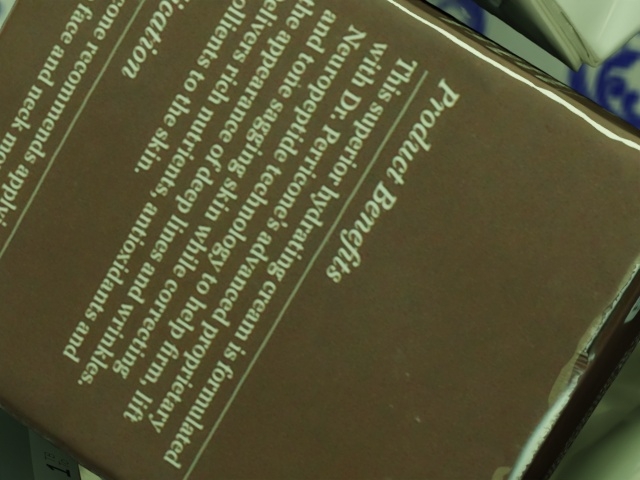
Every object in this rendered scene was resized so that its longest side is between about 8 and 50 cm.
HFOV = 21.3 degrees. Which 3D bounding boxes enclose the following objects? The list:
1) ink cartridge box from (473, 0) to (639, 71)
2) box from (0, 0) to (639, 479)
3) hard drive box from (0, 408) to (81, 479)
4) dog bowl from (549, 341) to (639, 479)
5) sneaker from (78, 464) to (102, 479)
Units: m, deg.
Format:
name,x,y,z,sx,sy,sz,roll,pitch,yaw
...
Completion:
name,x,y,z,sx,sy,sz,roll,pitch,yaw
ink cartridge box,0.123,-0.173,0.570,0.219,0.160,0.092,-40,111,2
box,0.000,0.000,0.555,0.203,0.167,0.168,34,100,13
hard drive box,-0.178,0.149,0.604,0.089,0.181,0.232,24,103,-20
dog bowl,0.190,0.156,0.732,0.349,0.102,0.348,-4,109,-12
sneaker,-0.079,0.153,0.648,0.094,0.080,0.212,20,93,-1
